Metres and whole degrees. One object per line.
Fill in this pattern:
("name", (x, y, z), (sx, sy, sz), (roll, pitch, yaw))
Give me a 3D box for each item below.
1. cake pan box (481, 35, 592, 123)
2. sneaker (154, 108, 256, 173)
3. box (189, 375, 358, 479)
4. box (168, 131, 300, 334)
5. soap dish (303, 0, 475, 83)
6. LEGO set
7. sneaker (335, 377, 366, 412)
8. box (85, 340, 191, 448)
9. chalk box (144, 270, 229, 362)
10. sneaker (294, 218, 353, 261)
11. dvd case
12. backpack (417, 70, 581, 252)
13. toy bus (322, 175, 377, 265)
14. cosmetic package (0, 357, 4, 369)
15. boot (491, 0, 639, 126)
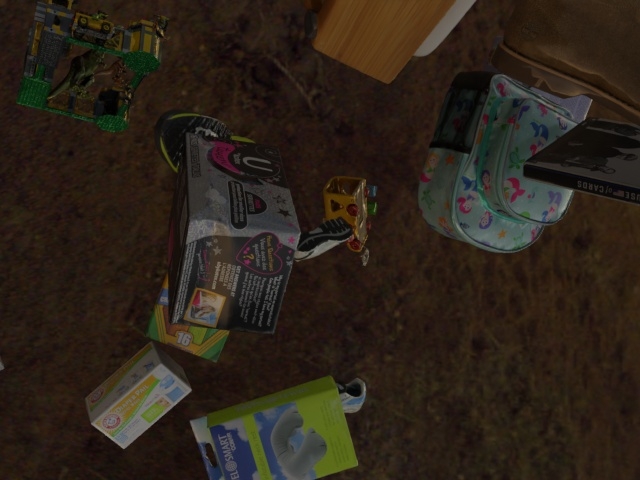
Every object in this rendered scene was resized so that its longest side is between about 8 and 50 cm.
("cake pan box", (0.373, -0.206, 1.414), (0.246, 0.070, 0.267), (15, 98, -33))
("sneaker", (-0.207, -0.157, 1.260), (0.111, 0.121, 0.300), (-61, 167, 2))
("box", (-0.055, 0.240, 0.914), (0.178, 0.042, 0.109), (-16, 104, -5))
("box", (-0.121, -0.017, 1.022), (0.142, 0.247, 0.163), (7, 120, -16))
("soap dish", (0.060, -0.283, 0.570), (0.118, 0.291, 0.229), (-4, 76, -17))
("LEGO set", (-0.409, -0.359, 1.368), (0.255, 0.331, 0.192), (8, 66, -18))
("sneaker", (0.013, 0.378, 1.807), (0.237, 0.085, 0.086), (-8, 114, -44))
("box", (-0.411, 0.346, 1.724), (0.203, 0.103, 0.114), (-41, 123, -3))
("chalk box", (-0.259, 0.093, 1.751), (0.180, 0.179, 0.289), (21, 107, -7))
("sneaker", (0.000, 0.000, 1.165), (0.109, 0.044, 0.040), (-18, 66, -26))
("dvd case", (0.409, -0.098, 0.973), (0.179, 0.239, 0.029), (-31, 127, -35))
("backpack", (0.275, -0.108, 1.176), (0.225, 0.191, 0.253), (17, 98, -35))
("toy bus", (0.059, -0.056, 1.859), (0.191, 0.104, 0.202), (36, 64, -69))
("cosmetic package", (-0.531, 0.090, 1.034), (0.127, 0.238, 0.107), (-24, 147, -17))
("boot", (0.338, -0.179, 0.779), (0.112, 0.305, 0.115), (-58, 169, -62))
